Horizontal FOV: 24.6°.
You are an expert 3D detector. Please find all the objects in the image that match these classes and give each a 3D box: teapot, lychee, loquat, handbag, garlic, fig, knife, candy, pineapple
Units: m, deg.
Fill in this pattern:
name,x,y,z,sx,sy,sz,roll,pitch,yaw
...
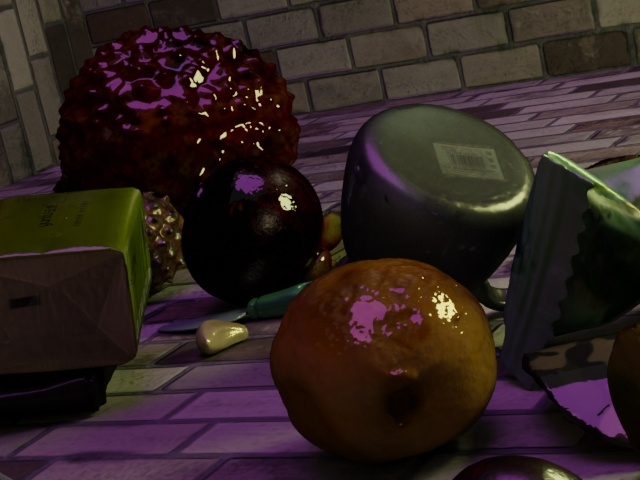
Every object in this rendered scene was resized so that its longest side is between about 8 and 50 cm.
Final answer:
name,x,y,z,sx,sy,sz,roll,pitch,yaw
teapot,0.144,-0.004,1.780,0.305,0.285,0.223,-17,52,-37
lychee,-0.276,-0.173,2.609,0.500,0.425,0.424,-15,11,19
loquat,0.063,0.116,1.455,0.238,0.193,0.238,-19,12,4
handbag,-0.381,0.180,1.899,0.246,0.080,0.223,-7,18,4
garlic,-0.137,0.127,1.971,0.083,0.041,0.053,-14,15,-43
fig,0.314,0.136,1.227,0.165,0.154,0.144,30,-13,22
knife,-0.119,0.107,2.084,0.260,0.035,0.063,-15,16,16
candy,0.364,-0.018,1.627,0.397,0.263,0.172,-16,42,-31
pineapple,-0.357,0.056,2.297,0.175,0.175,0.361,-1,29,43

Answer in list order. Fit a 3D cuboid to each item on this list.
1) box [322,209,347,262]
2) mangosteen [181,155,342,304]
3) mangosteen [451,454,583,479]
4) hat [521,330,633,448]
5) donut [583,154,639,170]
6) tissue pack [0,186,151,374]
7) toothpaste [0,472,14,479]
name,x,y,z,sx,sy,sz,roll,pitch,yaw
box,0.000,0.001,2.391,0.210,0.045,0.270,-2,16,36
mangosteen,-0.074,-0.002,2.158,0.265,0.228,0.228,27,8,-9
mangosteen,0.144,0.226,1.073,0.140,0.140,0.140,-12,12,3
hat,0.395,0.054,1.413,0.381,0.257,0.366,6,8,-7
donut,0.426,-0.056,2.028,0.186,0.144,0.126,-39,-8,-2
tissue pack,-0.329,0.044,1.891,0.200,0.167,0.275,-6,17,0
toothpaste,-0.397,0.259,1.645,0.060,0.038,0.233,-23,18,-27
